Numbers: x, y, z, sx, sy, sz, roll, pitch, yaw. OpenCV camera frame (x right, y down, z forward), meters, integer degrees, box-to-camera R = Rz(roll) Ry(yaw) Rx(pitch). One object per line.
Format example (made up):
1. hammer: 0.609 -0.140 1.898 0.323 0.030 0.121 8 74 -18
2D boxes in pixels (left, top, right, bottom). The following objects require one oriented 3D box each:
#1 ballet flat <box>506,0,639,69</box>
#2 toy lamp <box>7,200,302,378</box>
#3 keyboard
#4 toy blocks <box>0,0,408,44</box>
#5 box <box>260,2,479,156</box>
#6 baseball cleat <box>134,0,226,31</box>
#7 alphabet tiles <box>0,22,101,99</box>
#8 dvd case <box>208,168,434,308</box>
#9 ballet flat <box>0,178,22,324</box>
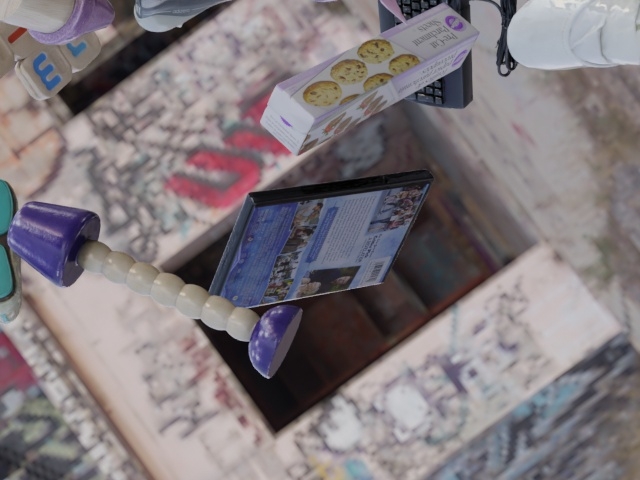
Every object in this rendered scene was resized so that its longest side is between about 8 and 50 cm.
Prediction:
1. ballet flat: 0.424 -0.282 1.813 0.139 0.400 0.139 -16 -90 -83
2. toy lamp: -0.156 0.040 1.372 0.275 0.080 0.080 25 178 10
3. keyboard: 0.167 -0.308 1.929 0.033 0.201 0.317 -61 -29 -48
4. toy blocks: -0.079 -0.273 0.983 0.260 0.309 0.288 7 -124 -54
5. box: 0.062 -0.192 1.752 0.067 0.324 0.063 45 136 16
6. baseball cleat: -0.127 -0.318 1.755 0.072 0.206 0.109 43 156 18
7. alphabet tiles: -0.378 -0.315 1.819 0.284 0.021 0.278 58 -140 -21
8. dvd case: 0.000 0.000 1.746 0.253 0.180 0.022 -9 -131 -33
9. ballet flat: -0.332 0.013 1.538 0.052 0.057 0.168 84 178 -53
